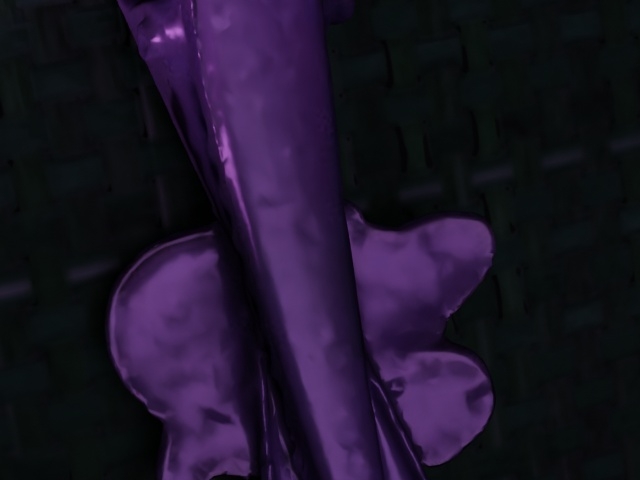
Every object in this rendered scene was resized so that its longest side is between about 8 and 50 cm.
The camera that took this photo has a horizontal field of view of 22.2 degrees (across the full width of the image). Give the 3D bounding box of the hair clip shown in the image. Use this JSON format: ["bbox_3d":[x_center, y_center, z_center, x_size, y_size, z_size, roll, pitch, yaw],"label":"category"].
[{"bbox_3d":[-0.006,-0.005,0.532,0.137,0.090,0.278,-15,106,-19],"label":"hair clip"}]
